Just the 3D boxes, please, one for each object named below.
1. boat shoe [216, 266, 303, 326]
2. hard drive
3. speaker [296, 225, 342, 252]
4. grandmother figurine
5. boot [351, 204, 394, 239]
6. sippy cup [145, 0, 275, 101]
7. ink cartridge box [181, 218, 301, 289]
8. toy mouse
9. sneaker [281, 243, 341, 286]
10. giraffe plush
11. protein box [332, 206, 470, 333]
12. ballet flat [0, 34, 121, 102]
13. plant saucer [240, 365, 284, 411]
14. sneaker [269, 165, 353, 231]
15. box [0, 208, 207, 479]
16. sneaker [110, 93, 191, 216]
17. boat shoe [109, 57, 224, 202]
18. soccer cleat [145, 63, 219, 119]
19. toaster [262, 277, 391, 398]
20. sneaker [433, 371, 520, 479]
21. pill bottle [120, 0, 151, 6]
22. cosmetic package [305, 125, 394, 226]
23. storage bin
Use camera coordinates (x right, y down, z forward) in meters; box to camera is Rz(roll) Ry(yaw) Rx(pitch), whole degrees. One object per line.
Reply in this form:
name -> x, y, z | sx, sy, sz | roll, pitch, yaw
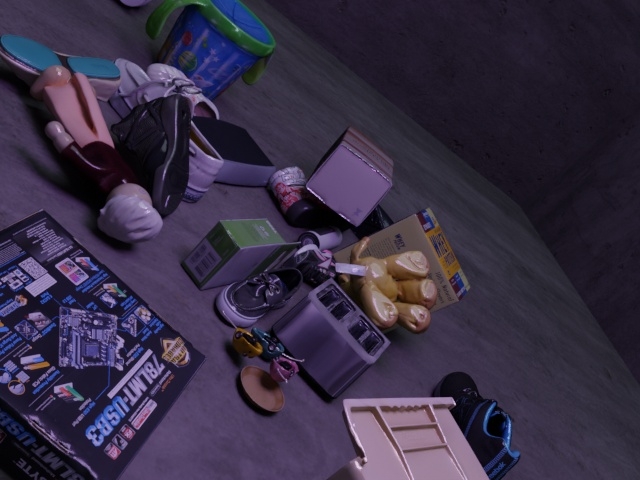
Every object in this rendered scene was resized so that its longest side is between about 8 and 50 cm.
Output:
boat shoe -> -0.094, 0.087, 1.275 | 0.080, 0.076, 0.228 | 51, 22, 15
hard drive -> -0.207, -0.197, 1.619 | 0.172, 0.054, 0.255 | 52, 22, 18
speaker -> 0.000, 0.000, 1.636 | 0.055, 0.055, 0.136 | 49, 22, 11
grandmother figurine -> -0.352, -0.133, 1.175 | 0.342, 0.104, 0.208 | 54, 18, 25
boot -> 0.182, -0.029, 1.956 | 0.207, 0.094, 0.246 | -5, 59, -58
sippy cup -> -0.264, -0.456, 1.756 | 0.305, 0.224, 0.240 | 36, 22, -22
ink cartridge box -> -0.133, 0.019, 1.284 | 0.062, 0.109, 0.209 | 52, 22, 15
toy mouse -> -0.078, 0.183, 1.163 | 0.143, 0.031, 0.161 | 29, 10, -48
sneaker -> -0.005, 0.058, 1.499 | 0.077, 0.072, 0.178 | 55, 24, 21
giraffe plush -> 0.101, 0.112, 1.436 | 0.210, 0.170, 0.181 | 22, 58, -7
protein box -> 0.173, 0.065, 1.565 | 0.199, 0.201, 0.136 | 64, 23, 1
ballet flat -> -0.463, -0.289, 1.295 | 0.248, 0.086, 0.086 | 4, 45, -52
plant saucer -> -0.091, 0.226, 1.112 | 0.083, 0.015, 0.083 | 37, 22, -18
sneaker -> -0.011, -0.102, 1.752 | 0.270, 0.090, 0.145 | 5, 47, -55
box -> -0.301, 0.121, 0.846 | 0.293, 0.073, 0.295 | 44, 21, -5
sneaker -> -0.304, -0.147, 1.313 | 0.087, 0.130, 0.227 | 41, 46, -67
boat shoe -> -0.292, -0.257, 1.433 | 0.136, 0.156, 0.367 | 13, 38, -54
soccer cleat -> -0.303, -0.327, 1.659 | 0.196, 0.068, 0.076 | 36, 8, -30
toaster -> 0.015, 0.167, 1.281 | 0.168, 0.110, 0.186 | 47, 22, 7
sneaker -> 0.310, 0.355, 1.433 | 0.125, 0.139, 0.341 | 37, 21, -14
pill bottle -> -0.474, -0.671, 1.921 | 0.112, 0.112, 0.186 | 36, 23, -21
cosmetic package -> 0.076, -0.158, 1.715 | 0.153, 0.129, 0.296 | 38, 17, -7
storage bin -> 0.025, 0.303, 0.846 | 0.260, 0.262, 0.123 | 16, 38, -51
